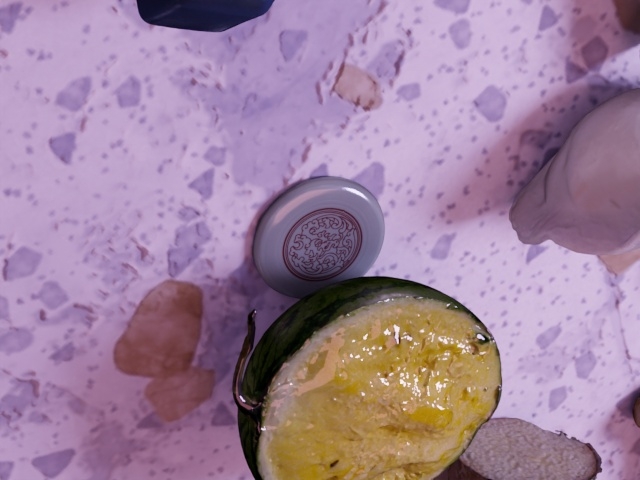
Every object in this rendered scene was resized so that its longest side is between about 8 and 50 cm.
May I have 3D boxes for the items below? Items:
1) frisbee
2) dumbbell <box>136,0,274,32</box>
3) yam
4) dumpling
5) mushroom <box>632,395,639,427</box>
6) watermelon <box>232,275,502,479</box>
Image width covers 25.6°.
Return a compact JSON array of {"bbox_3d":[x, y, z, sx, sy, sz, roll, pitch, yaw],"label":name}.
[{"bbox_3d":[0.000,0.000,1.109,0.110,0.014,0.110,-11,124,-17],"label":"frisbee"},{"bbox_3d":[-0.174,-0.212,0.823,0.316,0.143,0.156,4,118,-25],"label":"dumbbell"},{"bbox_3d":[0.179,0.278,1.286,0.128,0.129,0.238,-12,123,-16],"label":"yam"},{"bbox_3d":[0.261,-0.054,1.108,0.229,0.151,0.124,-33,108,1],"label":"dumpling"},{"bbox_3d":[0.372,0.221,1.356,0.088,0.097,0.212,-25,127,5],"label":"mushroom"},{"bbox_3d":[0.022,0.111,1.115,0.232,0.127,0.204,-3,121,-24],"label":"watermelon"}]
